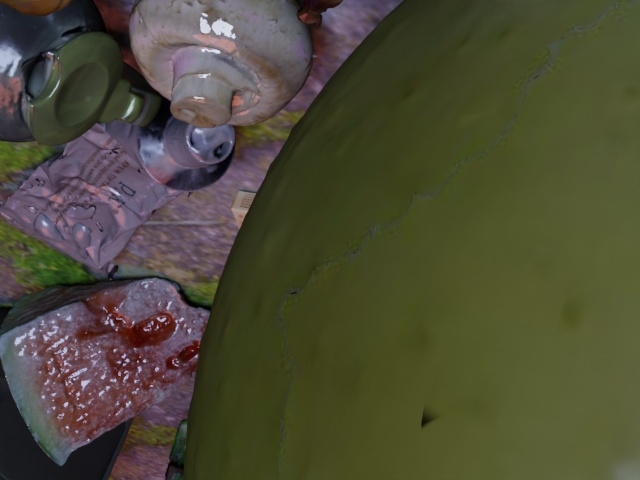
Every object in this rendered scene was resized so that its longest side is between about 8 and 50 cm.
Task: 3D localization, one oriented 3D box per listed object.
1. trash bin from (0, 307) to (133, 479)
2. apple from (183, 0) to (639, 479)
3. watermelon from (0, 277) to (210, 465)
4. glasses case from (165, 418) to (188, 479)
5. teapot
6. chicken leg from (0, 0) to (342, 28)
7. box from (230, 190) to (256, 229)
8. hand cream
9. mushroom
[{"bbox_3d":[-0.296,0.131,1.155,0.240,0.122,0.164,2,149,33],"label":"trash bin"},{"bbox_3d":[0.174,0.102,0.495,0.473,0.474,0.474,14,153,8],"label":"apple"},{"bbox_3d":[-0.141,0.074,0.970,0.158,0.121,0.098,-3,124,29],"label":"watermelon"},{"bbox_3d":[0.026,0.190,1.124,0.272,0.062,0.095,9,164,19],"label":"glasses case"},{"bbox_3d":[-0.123,-0.088,0.669,0.090,0.124,0.092,34,128,22],"label":"teapot"},{"bbox_3d":[-0.180,-0.165,0.511,0.409,0.182,0.295,9,135,9],"label":"chicken leg"},{"bbox_3d":[0.000,0.000,0.838,0.093,0.015,0.058,11,150,16],"label":"box"},{"bbox_3d":[-0.107,-0.032,0.811,0.084,0.050,0.257,30,157,-17],"label":"hand cream"},{"bbox_3d":[-0.044,-0.083,0.654,0.083,0.067,0.083,8,154,4],"label":"mushroom"}]
